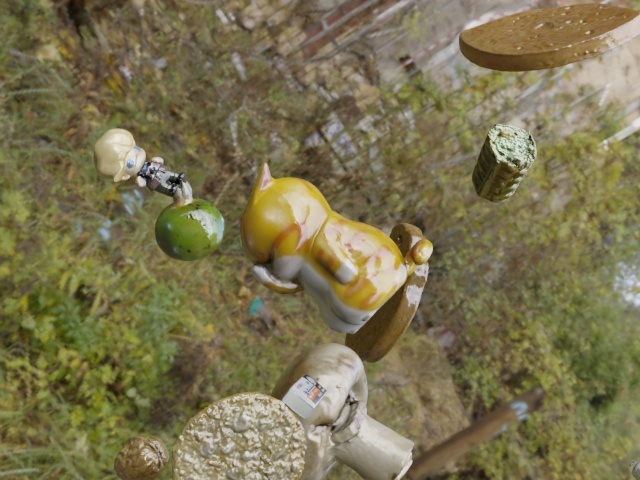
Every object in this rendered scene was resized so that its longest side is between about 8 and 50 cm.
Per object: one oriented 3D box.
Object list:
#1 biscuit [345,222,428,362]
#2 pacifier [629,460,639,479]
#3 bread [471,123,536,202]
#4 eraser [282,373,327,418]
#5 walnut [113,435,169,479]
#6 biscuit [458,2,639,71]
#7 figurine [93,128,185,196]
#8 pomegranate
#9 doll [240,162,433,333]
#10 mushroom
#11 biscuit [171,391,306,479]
[{"bbox_3d":[0.162,0.126,1.832,0.074,0.359,0.381,26,27,-15],"label":"biscuit"},{"bbox_3d":[0.761,0.423,1.359,0.273,0.220,0.332,29,22,31],"label":"pacifier"},{"bbox_3d":[0.358,-0.145,1.423,0.098,0.087,0.269,20,-11,9],"label":"bread"},{"bbox_3d":[-0.025,0.257,1.187,0.052,0.029,0.122,36,8,8],"label":"eraser"},{"bbox_3d":[-0.304,0.370,1.212,0.079,0.096,0.082,-24,90,-55],"label":"walnut"},{"bbox_3d":[0.270,-0.243,0.862,0.142,0.221,0.029,-58,138,-44],"label":"biscuit"},{"bbox_3d":[-0.397,-0.160,1.549,0.196,0.114,0.108,28,-13,-6],"label":"figurine"},{"bbox_3d":[-0.340,-0.052,1.828,0.180,0.180,0.209,-93,172,-67],"label":"pomegranate"},{"bbox_3d":[0.001,0.018,1.031,0.270,0.162,0.166,30,-28,-2],"label":"doll"},{"bbox_3d":[0.043,0.358,1.397,0.290,0.292,0.292,21,-2,21],"label":"mushroom"},{"bbox_3d":[-0.124,0.336,1.099,0.220,0.220,0.033,55,-16,-20],"label":"biscuit"}]
